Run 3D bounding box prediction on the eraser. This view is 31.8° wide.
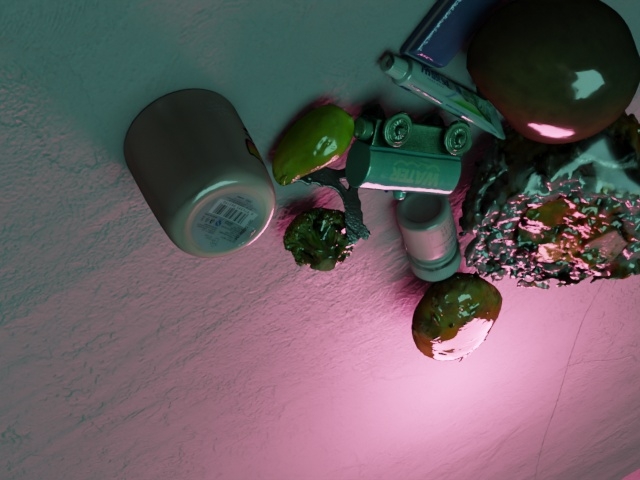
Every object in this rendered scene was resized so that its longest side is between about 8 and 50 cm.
[{"bbox_3d":[0.225,-0.367,1.801,0.082,0.036,0.225,17,121,-42],"label":"eraser"}]

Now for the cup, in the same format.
[{"bbox_3d":[-0.168,-0.076,1.726,0.191,0.200,0.253,-29,141,-4],"label":"cup"}]

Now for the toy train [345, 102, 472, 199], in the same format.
[{"bbox_3d":[0.150,-0.145,1.909,0.248,0.101,0.159,2,109,-36],"label":"toy train"}]

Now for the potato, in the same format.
[{"bbox_3d":[0.272,0.151,2.246,0.191,0.141,0.296,-29,156,-6],"label":"potato"}]

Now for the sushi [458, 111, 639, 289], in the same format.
[{"bbox_3d":[0.449,-0.065,2.103,0.417,0.176,0.418,-3,133,-3],"label":"sushi"}]

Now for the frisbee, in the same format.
[{"bbox_3d":[0.042,-0.084,1.921,0.211,0.012,0.187,-13,100,-18],"label":"frisbee"}]

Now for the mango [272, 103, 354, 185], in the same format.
[{"bbox_3d":[-0.017,-0.154,1.827,0.165,0.091,0.074,-42,150,11],"label":"mango"}]

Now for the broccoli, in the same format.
[{"bbox_3d":[0.000,0.000,1.971,0.130,0.120,0.131,7,130,-21],"label":"broccoli"}]

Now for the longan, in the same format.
[{"bbox_3d":[0.379,-0.282,1.836,0.300,0.300,0.243,39,63,-49],"label":"longan"}]

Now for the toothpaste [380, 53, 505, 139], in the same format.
[{"bbox_3d":[0.212,-0.246,1.900,0.296,0.075,0.048,20,137,-41],"label":"toothpaste"}]

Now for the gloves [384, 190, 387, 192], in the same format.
[{"bbox_3d":[0.142,-0.118,2.012,0.064,0.026,0.086,-21,139,-16],"label":"gloves"}]

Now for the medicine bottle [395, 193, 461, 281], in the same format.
[{"bbox_3d":[0.203,-0.011,2.101,0.105,0.105,0.168,-27,140,-5],"label":"medicine bottle"}]
